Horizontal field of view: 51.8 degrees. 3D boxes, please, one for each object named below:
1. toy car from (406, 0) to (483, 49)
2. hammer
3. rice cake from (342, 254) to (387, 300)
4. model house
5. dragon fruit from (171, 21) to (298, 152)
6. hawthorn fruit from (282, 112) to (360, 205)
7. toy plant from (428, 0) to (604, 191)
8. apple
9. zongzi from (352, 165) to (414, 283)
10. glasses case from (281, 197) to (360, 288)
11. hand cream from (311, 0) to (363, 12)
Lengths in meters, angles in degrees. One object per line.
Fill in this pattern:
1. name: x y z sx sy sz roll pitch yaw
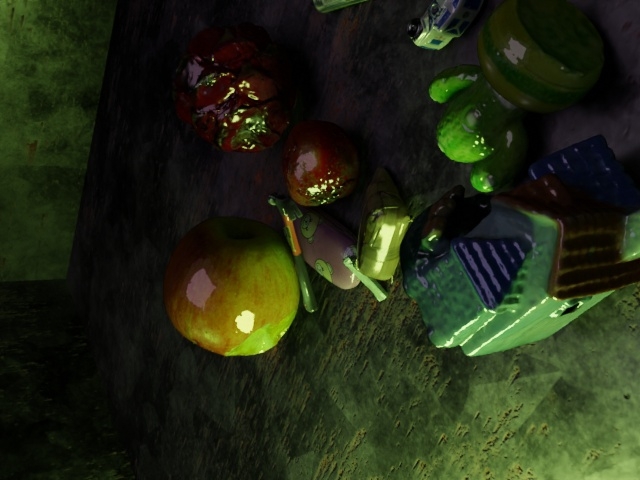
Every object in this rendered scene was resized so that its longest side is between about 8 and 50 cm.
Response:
1. toy car: 0.236 -0.414 1.188 0.170 0.080 0.070 -50 53 42
2. hammer: -0.054 0.031 1.519 0.111 0.033 0.287 21 129 60
3. rice cake: 0.095 0.079 1.392 0.121 0.021 0.022 46 127 -3
4. model house: 0.315 -0.018 0.893 0.329 0.295 0.251 -42 61 50
5. dragon fruit: -0.210 -0.372 1.631 0.329 0.329 0.329 1 91 55
6. hawthorn fruit: -0.014 -0.190 1.462 0.181 0.181 0.235 -41 64 47
7. toy plant: 0.283 -0.229 1.058 0.224 0.185 0.316 54 146 15
8. apple: -0.210 0.108 1.617 0.340 0.340 0.339 1 91 55
9. zongzi: 0.121 -0.037 1.363 0.197 0.099 0.194 -97 16 -54
10. glasses case: 0.000 0.000 1.530 0.316 0.076 0.123 38 126 48
11. hand cream: 0.068 -0.555 1.460 0.235 0.055 0.086 -1 92 47
